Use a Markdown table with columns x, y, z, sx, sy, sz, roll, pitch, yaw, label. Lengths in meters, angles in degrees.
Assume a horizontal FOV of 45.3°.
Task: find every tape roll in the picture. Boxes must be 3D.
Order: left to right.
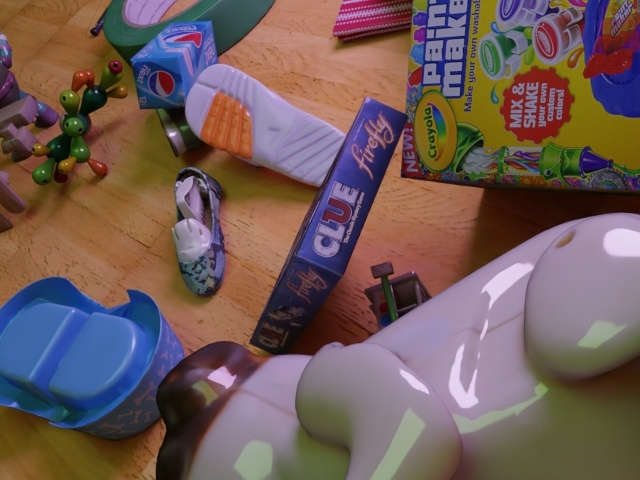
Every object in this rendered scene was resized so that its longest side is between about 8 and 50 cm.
| x | y | z | sx | sy | sz | roll | pitch | yaw | label |
| --- | --- | --- | --- | --- | --- | --- | --- | --- | --- |
| -0.217 | -0.417 | 1.303 | 0.321 | 0.077 | 0.321 | -18 | 47 | 20 | tape roll |

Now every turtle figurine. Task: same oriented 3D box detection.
| x | y | z | sx | sy | sz | roll | pitch | yaw | label |
| --- | --- | --- | --- | --- | --- | --- | --- | --- | --- |
| -0.549 | -0.248 | 1.264 | 0.175 | 0.234 | 0.118 | -49 | 44 | -11 | turtle figurine |

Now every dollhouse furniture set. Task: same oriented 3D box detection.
| x | y | z | sx | sy | sz | roll | pitch | yaw | label |
| --- | --- | --- | --- | --- | --- | --- | --- | --- | --- |
| -0.494 | -0.116 | 1.211 | 0.144 | 0.123 | 0.151 | -19 | 39 | 19 | dollhouse furniture set |

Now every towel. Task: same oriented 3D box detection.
| x | y | z | sx | sy | sz | roll | pitch | yaw | label |
| --- | --- | --- | --- | --- | --- | --- | --- | --- | --- |
| 0.136 | -0.394 | 1.085 | 0.199 | 0.031 | 0.275 | -2 | 56 | 30 | towel |

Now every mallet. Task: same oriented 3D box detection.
| x | y | z | sx | sy | sz | roll | pitch | yaw | label |
| --- | --- | --- | --- | --- | --- | --- | --- | --- | --- |
| -0.389 | -0.478 | 1.502 | 0.062 | 0.039 | 0.189 | 1 | 60 | 38 | mallet |

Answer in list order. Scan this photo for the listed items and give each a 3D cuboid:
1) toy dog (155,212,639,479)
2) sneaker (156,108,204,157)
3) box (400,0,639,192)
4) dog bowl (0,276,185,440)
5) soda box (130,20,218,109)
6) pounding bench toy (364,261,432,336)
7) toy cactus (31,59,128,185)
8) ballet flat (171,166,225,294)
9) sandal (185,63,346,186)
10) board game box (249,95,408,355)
| x | y | z | sx | sy | sz | roll | pitch | yaw | label |
| --- | --- | --- | --- | --- | --- | --- | --- | --- | --- |
| 0.073 | 0.132 | 0.511 | 0.408 | 0.284 | 0.395 | -22 | 33 | 17 | toy dog |
| -0.191 | -0.188 | 1.112 | 0.086 | 0.064 | 0.192 | -24 | 38 | -6 | sneaker |
| 0.238 | -0.184 | 0.643 | 0.279 | 0.177 | 0.290 | 6 | 94 | 37 | box |
| -0.276 | 0.137 | 0.880 | 0.297 | 0.074 | 0.166 | 5 | 57 | 37 | dog bowl |
| -0.201 | -0.252 | 1.086 | 0.067 | 0.071 | 0.210 | -2 | 28 | 6 | soda box |
| 0.071 | 0.066 | 0.701 | 0.052 | 0.083 | 0.065 | -22 | 45 | 17 | pounding bench toy |
| -0.371 | -0.181 | 1.198 | 0.219 | 0.112 | 0.180 | -66 | 22 | 2 | toy cactus |
| -0.156 | -0.018 | 0.937 | 0.070 | 0.070 | 0.188 | -26 | 45 | 13 | ballet flat |
| -0.061 | -0.130 | 0.970 | 0.265 | 0.076 | 0.102 | 32 | 90 | 24 | sandal |
| 0.000 | 0.000 | 0.715 | 0.042 | 0.243 | 0.165 | 25 | 63 | -3 | board game box |
